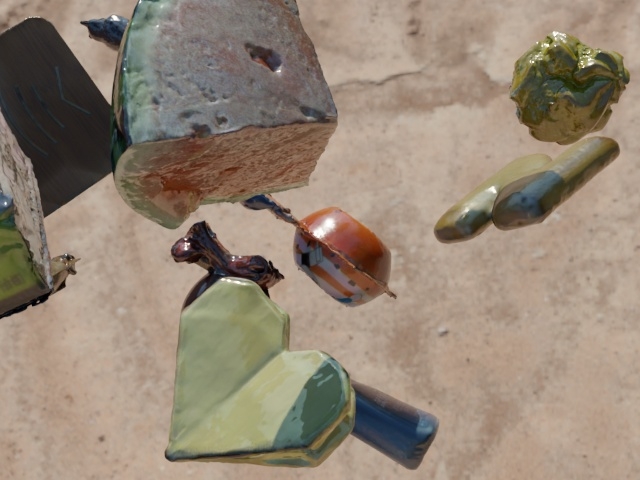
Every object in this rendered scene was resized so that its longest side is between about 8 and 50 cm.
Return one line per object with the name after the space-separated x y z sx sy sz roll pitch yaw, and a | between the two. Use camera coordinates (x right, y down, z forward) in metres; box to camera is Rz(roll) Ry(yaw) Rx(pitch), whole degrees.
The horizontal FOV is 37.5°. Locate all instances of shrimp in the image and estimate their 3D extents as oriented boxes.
-0.426 0.070 1.321 0.144 0.052 0.251 -21 4 22 | shrimp

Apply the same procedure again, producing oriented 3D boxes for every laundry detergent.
0.055 0.274 1.594 0.290 0.094 0.143 29 13 5 | laundry detergent

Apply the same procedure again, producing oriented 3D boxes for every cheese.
0.000 0.000 1.573 0.129 0.329 0.217 -54 24 0 | cheese

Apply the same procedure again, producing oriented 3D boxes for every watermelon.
-0.074 -0.109 0.776 0.176 0.260 0.256 30 67 -2 | watermelon

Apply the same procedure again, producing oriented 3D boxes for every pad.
-0.488 -0.186 1.544 0.284 0.286 0.018 -38 9 -19 | pad

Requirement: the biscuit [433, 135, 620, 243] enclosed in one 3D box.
0.344 -0.088 1.587 0.291 0.062 0.237 -33 12 -35 | biscuit

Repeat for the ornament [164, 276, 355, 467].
-0.080 0.146 0.906 0.180 0.059 0.201 -41 60 -11 | ornament

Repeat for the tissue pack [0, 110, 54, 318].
-0.456 0.019 0.860 0.394 0.124 0.288 -24 35 -8 | tissue pack

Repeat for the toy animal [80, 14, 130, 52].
-0.404 -0.408 1.973 0.210 0.121 0.117 3 66 16 | toy animal

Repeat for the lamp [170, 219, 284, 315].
-0.165 0.099 1.602 0.215 0.151 0.223 23 90 10 | lamp

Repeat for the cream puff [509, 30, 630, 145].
0.334 -0.203 1.253 0.156 0.156 0.121 2 41 18 | cream puff
